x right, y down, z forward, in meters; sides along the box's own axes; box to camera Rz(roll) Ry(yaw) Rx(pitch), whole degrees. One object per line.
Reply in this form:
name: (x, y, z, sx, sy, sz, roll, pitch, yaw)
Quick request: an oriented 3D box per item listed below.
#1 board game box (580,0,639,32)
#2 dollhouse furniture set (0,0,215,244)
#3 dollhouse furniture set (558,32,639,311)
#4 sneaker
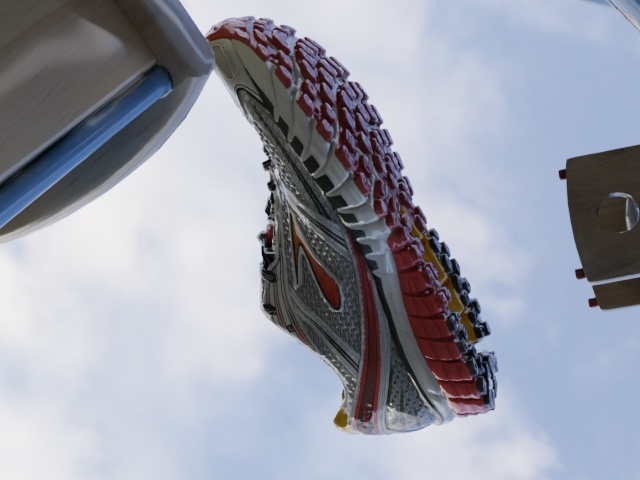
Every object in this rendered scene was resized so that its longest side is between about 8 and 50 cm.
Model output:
board game box: (0.269, -0.187, 0.439, 0.050, 0.390, 0.390, 50, -62, 28)
dollhouse furniture set: (-0.089, 0.128, 0.438, 0.286, 0.198, 0.303, -25, -77, 42)
dollhouse furniture set: (0.187, -0.068, 0.902, 0.129, 0.129, 0.183, -11, -102, 10)
sneaker: (0.000, 0.000, 0.804, 0.093, 0.088, 0.225, -23, -75, 17)
